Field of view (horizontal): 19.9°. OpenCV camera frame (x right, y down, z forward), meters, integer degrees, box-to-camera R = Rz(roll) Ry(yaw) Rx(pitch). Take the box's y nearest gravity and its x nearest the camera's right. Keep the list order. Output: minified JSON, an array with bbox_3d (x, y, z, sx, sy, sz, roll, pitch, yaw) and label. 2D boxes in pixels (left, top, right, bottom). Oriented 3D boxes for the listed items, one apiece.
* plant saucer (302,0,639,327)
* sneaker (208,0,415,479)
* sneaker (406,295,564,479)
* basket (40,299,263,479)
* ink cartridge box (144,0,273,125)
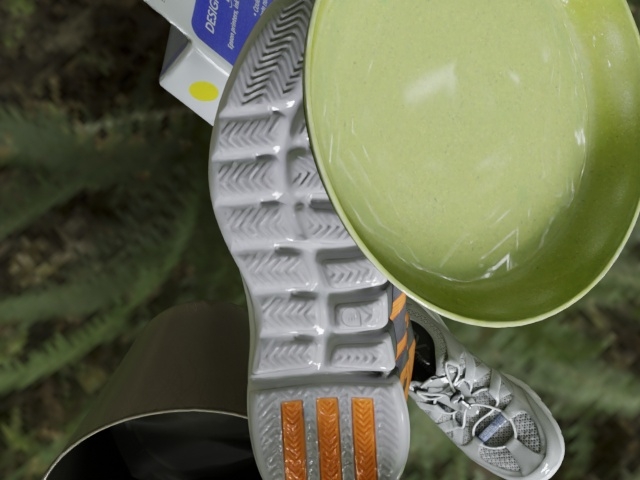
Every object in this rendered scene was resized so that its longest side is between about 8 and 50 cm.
[{"bbox_3d":[0.081,-0.073,0.977,0.241,0.241,0.037,-21,-173,-35],"label":"plant saucer"},{"bbox_3d":[0.000,0.000,1.128,0.180,0.124,0.321,-66,159,-83],"label":"sneaker"},{"bbox_3d":[0.140,0.167,1.982,0.105,0.281,0.115,-53,165,14],"label":"sneaker"},{"bbox_3d":[-0.089,0.143,1.333,0.204,0.227,0.154,-7,110,5],"label":"basket"},{"bbox_3d":[-0.041,-0.201,1.441,0.072,0.304,0.307,-28,129,35],"label":"ink cartridge box"}]
